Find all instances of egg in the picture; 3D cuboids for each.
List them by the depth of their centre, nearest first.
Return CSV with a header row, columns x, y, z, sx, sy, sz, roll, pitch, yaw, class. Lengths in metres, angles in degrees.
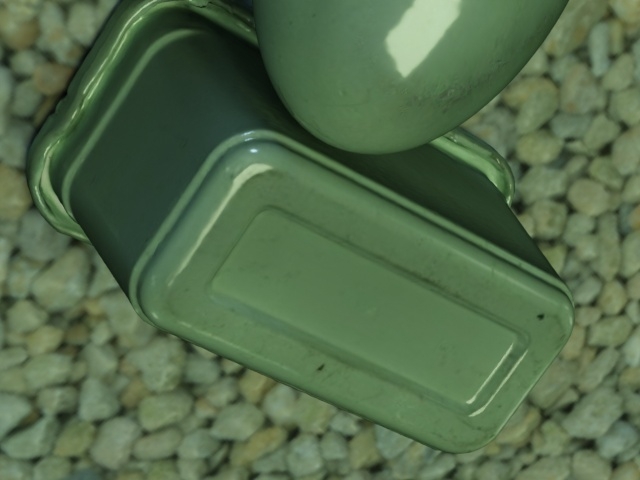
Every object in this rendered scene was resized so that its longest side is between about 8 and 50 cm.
x,y,z,sx,sy,sz,roll,pitch,yaw,class
0.054,-0.169,1.006,0.183,0.183,0.264,34,66,-33,egg

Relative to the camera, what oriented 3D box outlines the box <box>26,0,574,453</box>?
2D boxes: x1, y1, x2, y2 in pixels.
x,y,z,sx,sy,sz,roll,pitch,yaw,class
0.000,0.000,1.103,0.312,0.182,0.175,27,105,-31,box
